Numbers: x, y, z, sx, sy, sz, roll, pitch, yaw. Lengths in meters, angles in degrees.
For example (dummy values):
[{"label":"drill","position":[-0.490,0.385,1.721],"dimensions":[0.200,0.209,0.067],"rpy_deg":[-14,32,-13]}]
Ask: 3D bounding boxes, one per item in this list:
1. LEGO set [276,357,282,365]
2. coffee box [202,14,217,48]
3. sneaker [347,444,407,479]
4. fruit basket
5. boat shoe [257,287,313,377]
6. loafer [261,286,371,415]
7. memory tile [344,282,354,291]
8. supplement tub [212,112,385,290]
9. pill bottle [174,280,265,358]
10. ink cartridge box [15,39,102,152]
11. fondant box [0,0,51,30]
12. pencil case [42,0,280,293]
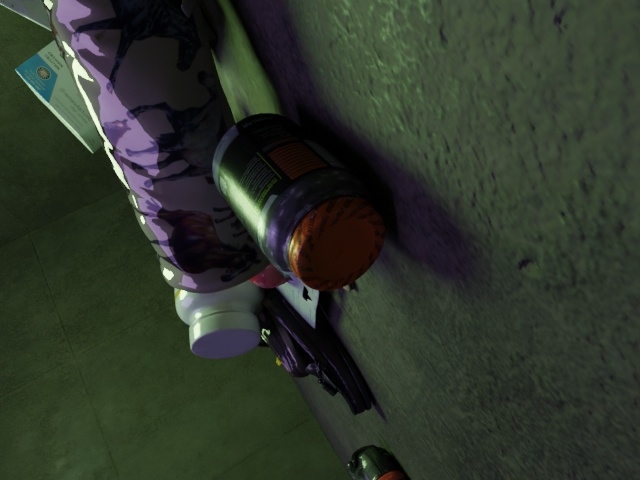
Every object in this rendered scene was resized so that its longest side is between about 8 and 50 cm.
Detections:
[{"label":"LEGO set","position":[-0.108,0.338,1.676],"dimensions":[0.227,0.093,0.087],"rpy_deg":[56,166,22]},{"label":"coffee box","position":[-0.272,-0.343,0.750],"dimensions":[0.141,0.098,0.246],"rpy_deg":[-26,97,53]},{"label":"sneaker","position":[0.126,0.543,1.213],"dimensions":[0.135,0.098,0.276],"rpy_deg":[53,162,31]},{"label":"fruit basket","position":[-0.114,-0.020,0.928],"dimensions":[0.353,0.165,0.327],"rpy_deg":[41,162,15]},{"label":"boat shoe","position":[-0.115,0.185,1.228],"dimensions":[0.132,0.130,0.355],"rpy_deg":[28,-160,-43]},{"label":"loafer","position":[-0.011,0.221,1.066],"dimensions":[0.302,0.095,0.109],"rpy_deg":[59,166,12]},{"label":"memory tile","position":[0.000,0.000,0.751],"dimensions":[0.113,0.012,0.148],"rpy_deg":[32,148,64]},{"label":"supplement tub","position":[-0.025,-0.041,0.532],"dimensions":[0.190,0.117,0.117],"rpy_deg":[49,162,44]},{"label":"pill bottle","position":[-0.221,0.072,1.150],"dimensions":[0.188,0.188,0.334],"rpy_deg":[83,174,-58]},{"label":"ink cartridge box","position":[-0.524,-0.385,1.274],"dimensions":[0.198,0.270,0.197],"rpy_deg":[47,168,-9]},{"label":"fondant box","position":[-0.485,-0.441,0.937],"dimensions":[0.238,0.096,0.330],"rpy_deg":[23,-166,-37]},{"label":"pencil case","position":[-0.170,-0.136,0.636],"dimensions":[0.160,0.184,0.410],"rpy_deg":[-56,-46,-57]}]
